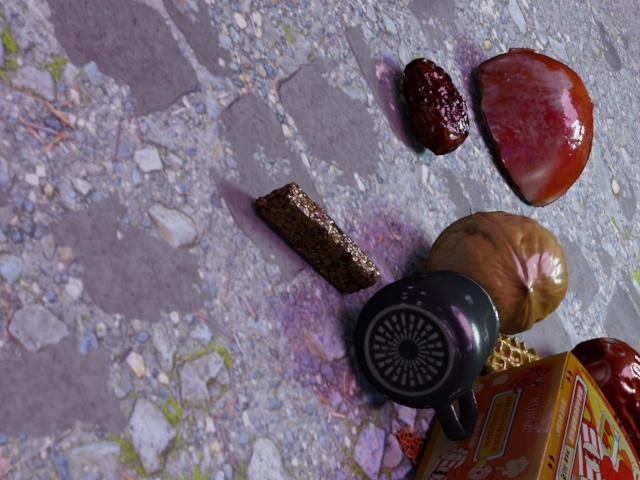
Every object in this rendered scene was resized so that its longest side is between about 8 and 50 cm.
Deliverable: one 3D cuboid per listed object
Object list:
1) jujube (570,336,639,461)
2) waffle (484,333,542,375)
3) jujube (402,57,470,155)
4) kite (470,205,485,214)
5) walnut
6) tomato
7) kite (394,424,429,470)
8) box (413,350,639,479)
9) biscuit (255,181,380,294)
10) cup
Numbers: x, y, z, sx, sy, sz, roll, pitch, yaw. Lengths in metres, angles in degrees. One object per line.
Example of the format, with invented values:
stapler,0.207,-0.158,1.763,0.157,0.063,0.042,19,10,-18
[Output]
jujube,0.505,0.279,1.825,0.230,0.155,0.155,62,32,-25
waffle,0.301,0.188,1.677,0.192,0.046,0.160,56,37,-18
jujube,0.183,-0.220,1.704,0.104,0.104,0.166,-10,75,-56
kite,0.331,0.017,1.852,0.229,0.016,0.127,16,62,-47
walnut,0.255,0.049,1.535,0.195,0.221,0.195,-2,97,-16
tomato,0.433,-0.227,1.992,0.309,0.170,0.309,32,46,-40
kite,0.171,0.323,1.446,0.125,0.008,0.222,-35,101,-57
box,0.286,0.345,1.401,0.259,0.214,0.283,59,30,-17
biscuit,0.000,0.000,1.340,0.199,0.064,0.034,43,41,-34
cup,0.153,0.148,1.388,0.176,0.169,0.223,-25,95,-65
